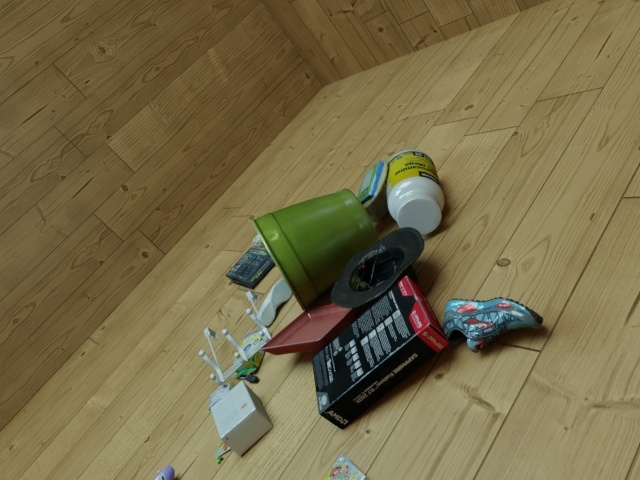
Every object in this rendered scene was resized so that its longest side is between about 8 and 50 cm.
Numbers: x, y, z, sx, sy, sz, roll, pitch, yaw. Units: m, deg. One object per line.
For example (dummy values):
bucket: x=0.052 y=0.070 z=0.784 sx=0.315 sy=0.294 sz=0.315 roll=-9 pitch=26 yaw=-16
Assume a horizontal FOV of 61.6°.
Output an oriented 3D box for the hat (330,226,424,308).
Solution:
hat: x=0.197 y=0.118 z=1.614 sx=0.331 sy=0.134 sz=0.331 roll=-36 pitch=19 yaw=15

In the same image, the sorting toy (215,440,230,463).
sorting toy: x=-0.291 y=0.623 z=1.604 sx=0.062 sy=0.012 sz=0.083 roll=-34 pitch=25 yaw=13

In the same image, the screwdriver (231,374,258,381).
screwdriver: x=-0.263 y=0.466 z=1.813 sx=0.170 sy=0.024 sz=0.025 roll=-15 pitch=7 yaw=46

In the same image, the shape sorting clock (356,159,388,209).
shape sorting clock: x=0.186 y=-0.197 z=1.946 sx=0.206 sy=0.040 sz=0.206 roll=-61 pitch=14 yaw=26

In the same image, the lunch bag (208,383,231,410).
lunch bag: x=-0.325 y=0.523 z=1.772 sx=0.083 sy=0.053 sz=0.071 roll=-45 pitch=21 yaw=12

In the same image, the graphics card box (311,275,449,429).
graphics card box: x=0.141 y=0.288 z=1.402 sx=0.371 sy=0.094 sz=0.232 roll=-43 pitch=24 yaw=14

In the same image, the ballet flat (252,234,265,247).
ballet flat: x=-0.193 y=-0.028 z=2.416 sx=0.241 sy=0.091 sz=0.077 roll=-30 pitch=38 yaw=-4

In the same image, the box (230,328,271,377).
box: x=-0.245 y=0.393 z=1.876 sx=0.105 sy=0.043 sz=0.179 roll=-25 pitch=28 yaw=30

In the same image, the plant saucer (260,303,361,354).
plant saucer: x=-0.018 y=0.276 z=1.669 sx=0.259 sy=0.047 sz=0.259 roll=-18 pitch=10 yaw=40

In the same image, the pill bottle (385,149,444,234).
pill bottle: x=0.320 y=-0.164 z=1.834 sx=0.188 sy=0.188 sz=0.333 roll=-31 pitch=27 yaw=20

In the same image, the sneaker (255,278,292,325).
sneaker: x=-0.185 y=0.230 z=2.037 sx=0.212 sy=0.080 sz=0.094 roll=-55 pitch=17 yaw=-26

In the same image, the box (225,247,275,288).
box: x=-0.307 y=0.119 z=2.397 sx=0.183 sy=0.059 sz=0.233 roll=-50 pitch=26 yaw=-19

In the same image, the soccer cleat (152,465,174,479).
soccer cleat: x=-0.478 y=0.779 z=1.555 sx=0.095 sy=0.083 sz=0.248 roll=7 pitch=40 yaw=20

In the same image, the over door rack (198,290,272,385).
over door rack: x=-0.310 y=0.323 z=1.884 sx=0.239 sy=0.108 sz=0.324 roll=-41 pitch=28 yaw=3

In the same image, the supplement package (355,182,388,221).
supplement package: x=0.216 y=-0.171 z=2.088 sx=0.105 sy=0.105 sz=0.179 roll=-5 pitch=42 yaw=53

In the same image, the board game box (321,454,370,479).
board game box: x=0.032 y=0.576 z=1.214 sx=0.154 sy=0.026 sz=0.103 roll=-47 pitch=26 yaw=-15

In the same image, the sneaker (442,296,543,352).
sneaker: x=0.396 y=0.209 z=1.256 sx=0.262 sy=0.104 sz=0.125 roll=-12 pitch=51 yaw=56

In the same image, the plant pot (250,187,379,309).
plant pot: x=0.000 y=0.000 z=1.879 sx=0.353 sy=0.366 sz=0.366 roll=-30 pitch=25 yaw=-4

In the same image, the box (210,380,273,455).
box: x=-0.236 y=0.523 z=1.593 sx=0.130 sy=0.091 sz=0.170 roll=-40 pitch=25 yaw=-7
